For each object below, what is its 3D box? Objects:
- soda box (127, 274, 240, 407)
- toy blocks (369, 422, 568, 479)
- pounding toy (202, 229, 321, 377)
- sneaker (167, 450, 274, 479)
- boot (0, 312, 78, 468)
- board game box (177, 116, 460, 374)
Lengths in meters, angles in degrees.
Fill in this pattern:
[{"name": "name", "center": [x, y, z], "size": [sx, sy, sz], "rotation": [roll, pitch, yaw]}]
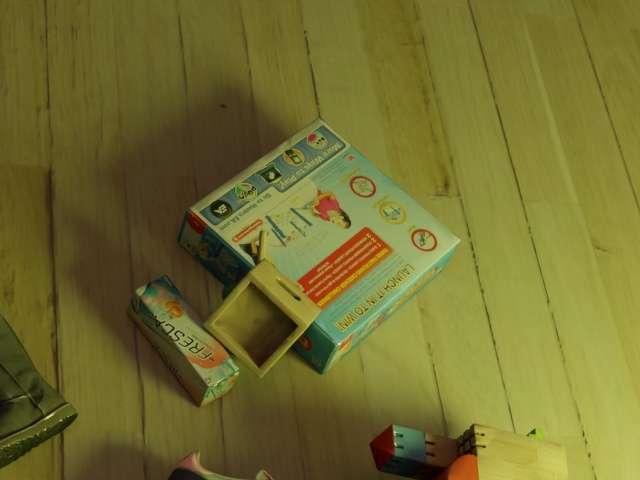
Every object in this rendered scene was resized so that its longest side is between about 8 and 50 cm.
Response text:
[{"name": "soda box", "center": [-0.191, 0.140, 2.015], "size": [0.058, 0.063, 0.183], "rotation": [-27, 67, -34]}, {"name": "toy blocks", "center": [0.194, 0.383, 1.856], "size": [0.261, 0.190, 0.381], "rotation": [16, 50, -21]}, {"name": "pounding toy", "center": [-0.082, 0.086, 2.014], "size": [0.141, 0.130, 0.100], "rotation": [43, 21, 1]}, {"name": "sneaker", "center": [-0.051, 0.363, 1.864], "size": [0.319, 0.112, 0.131], "rotation": [21, 53, -5]}, {"name": "boot", "center": [-0.439, 0.188, 1.883], "size": [0.208, 0.076, 0.190], "rotation": [50, 40, 11]}, {"name": "board game box", "center": [0.000, 0.000, 2.176], "size": [0.302, 0.086, 0.308], "rotation": [42, 52, 14]}]
